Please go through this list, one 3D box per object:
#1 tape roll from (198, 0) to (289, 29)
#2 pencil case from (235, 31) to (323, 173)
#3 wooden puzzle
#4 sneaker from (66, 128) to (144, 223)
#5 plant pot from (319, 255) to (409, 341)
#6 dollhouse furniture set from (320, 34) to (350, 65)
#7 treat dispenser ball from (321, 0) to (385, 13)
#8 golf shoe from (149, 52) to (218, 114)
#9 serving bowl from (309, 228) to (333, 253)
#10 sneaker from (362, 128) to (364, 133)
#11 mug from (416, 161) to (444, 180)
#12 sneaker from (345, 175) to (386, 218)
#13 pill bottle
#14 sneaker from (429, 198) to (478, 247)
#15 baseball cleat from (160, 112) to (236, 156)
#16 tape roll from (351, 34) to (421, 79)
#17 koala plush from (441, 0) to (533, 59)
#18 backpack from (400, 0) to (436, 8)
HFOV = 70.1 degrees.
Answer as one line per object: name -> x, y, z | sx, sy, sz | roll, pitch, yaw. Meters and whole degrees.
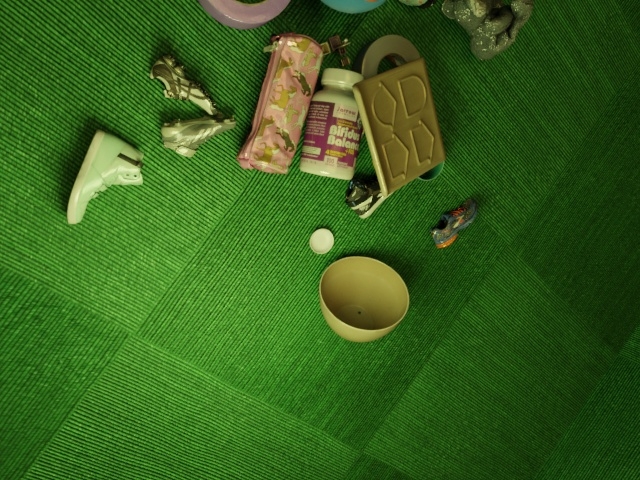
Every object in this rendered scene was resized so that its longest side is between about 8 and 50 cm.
tape roll -> -0.205, -0.712, 1.203 | 0.275, 0.090, 0.274 | -6, 105, -21
pencil case -> -0.116, -0.375, 1.283 | 0.167, 0.160, 0.385 | 14, 97, -17
wooden puzzle -> 0.230, -0.336, 1.343 | 0.348, 0.081, 0.321 | -34, 115, -36
sneaker -> -0.553, -0.142, 1.191 | 0.151, 0.094, 0.255 | 22, 94, -29
plant pot -> 0.126, 0.220, 1.491 | 0.285, 0.284, 0.190 | -13, 142, -20
dollhouse furniture set -> 0.035, -0.550, 1.346 | 0.114, 0.081, 0.090 | -27, 111, -15
treat dispenser ball -> 0.091, -0.760, 1.206 | 0.289, 0.288, 0.287 | -5, 104, -22
golf shoe -> -0.366, -0.401, 1.226 | 0.094, 0.077, 0.198 | -44, 108, 4
serving bowl -> 0.000, 0.000, 1.492 | 0.084, 0.027, 0.083 | -6, 105, -22
sneaker -> 0.111, -0.358, 1.449 | 0.065, 0.061, 0.157 | 25, 91, 1
mug -> 0.325, -0.278, 1.524 | 0.129, 0.097, 0.157 | -44, 114, -7
sneaker -> 0.169, -0.184, 1.480 | 0.121, 0.079, 0.217 | 38, 96, -25
pill bottle -> 0.042, -0.340, 1.351 | 0.170, 0.169, 0.301 | 6, 100, -24
sneaker -> 0.484, -0.074, 1.652 | 0.087, 0.083, 0.221 | 45, 80, -17
baseball cleat -> -0.335, -0.292, 1.271 | 0.206, 0.072, 0.109 | -10, 122, -18
tape roll -> 0.210, -0.522, 1.432 | 0.220, 0.072, 0.219 | -5, 104, -22
koala plush -> 0.509, -0.712, 1.453 | 0.222, 0.196, 0.203 | 18, 105, -29
backpack -> 0.263, -0.789, 1.364 | 0.182, 0.115, 0.151 | 13, 78, -31
